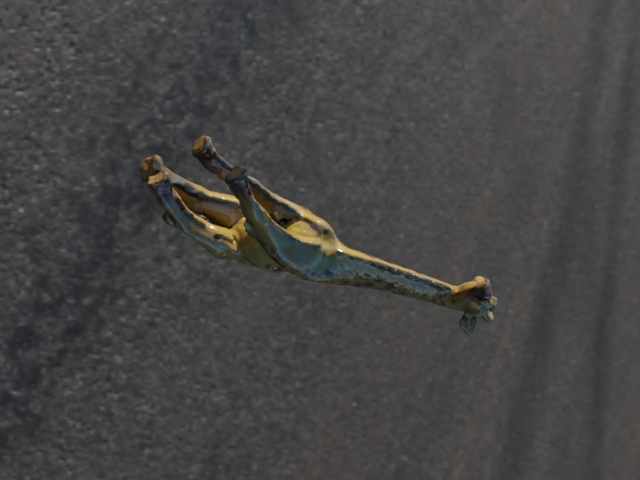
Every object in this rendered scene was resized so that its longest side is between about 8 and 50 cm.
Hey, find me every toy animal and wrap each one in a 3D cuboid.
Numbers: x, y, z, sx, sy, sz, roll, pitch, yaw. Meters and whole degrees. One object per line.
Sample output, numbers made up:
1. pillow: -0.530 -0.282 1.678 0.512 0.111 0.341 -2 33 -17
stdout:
1. toy animal: -0.004 0.003 0.881 0.275 0.149 0.054 29 64 -16
